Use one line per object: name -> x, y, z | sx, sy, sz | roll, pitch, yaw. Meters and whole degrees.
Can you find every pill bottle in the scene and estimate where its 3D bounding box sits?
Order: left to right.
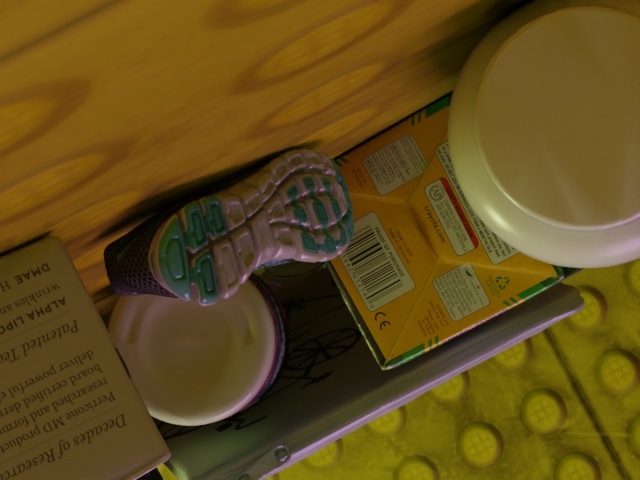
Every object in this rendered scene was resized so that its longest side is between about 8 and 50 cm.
pill bottle -> -0.076, 0.066, 1.175 | 0.108, 0.108, 0.180 | -28, 176, 2
pill bottle -> 0.137, -0.054, 0.892 | 0.136, 0.136, 0.245 | -28, 175, 8

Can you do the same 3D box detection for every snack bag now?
snack bag -> 0.008, 0.086, 1.321 | 0.323, 0.037, 0.342 | -26, -164, -15

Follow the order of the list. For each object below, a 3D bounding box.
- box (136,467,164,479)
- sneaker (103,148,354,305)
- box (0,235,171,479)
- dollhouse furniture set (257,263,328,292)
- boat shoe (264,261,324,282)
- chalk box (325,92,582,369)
box -> -0.206, 0.170, 1.240 | 0.156, 0.158, 0.093 | -27, 176, -18
sneaker -> -0.049, -0.007, 0.921 | 0.076, 0.065, 0.166 | -10, -175, 40
box -> -0.191, 0.103, 0.835 | 0.182, 0.119, 0.181 | -26, 176, -22
dollhouse furniture set -> -0.021, 0.064, 1.615 | 0.129, 0.129, 0.184 | -29, -155, 16
boat shoe -> 0.000, 0.000, 1.387 | 0.100, 0.035, 0.035 | -23, 148, -8
chalk box -> 0.091, -0.012, 1.139 | 0.132, 0.132, 0.213 | -29, 176, 16
